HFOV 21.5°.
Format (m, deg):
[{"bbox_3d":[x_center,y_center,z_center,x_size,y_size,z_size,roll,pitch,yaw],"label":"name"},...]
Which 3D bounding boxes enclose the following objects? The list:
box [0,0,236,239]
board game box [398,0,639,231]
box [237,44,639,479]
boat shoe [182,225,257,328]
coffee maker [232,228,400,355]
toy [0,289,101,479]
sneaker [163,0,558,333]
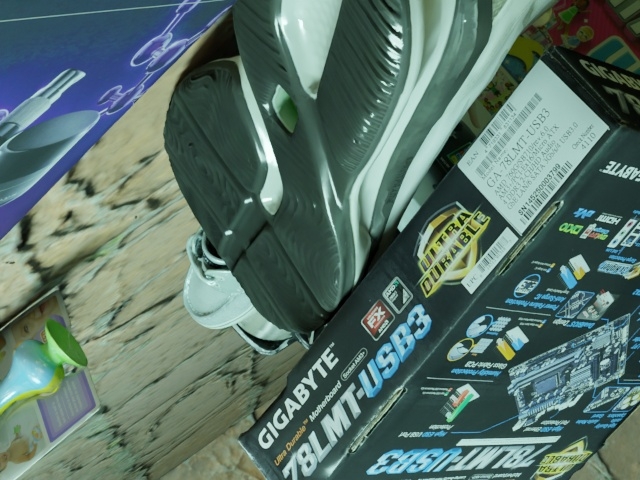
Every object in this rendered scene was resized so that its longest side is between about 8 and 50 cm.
[{"bbox_3d":[-0.160,-0.061,0.530,0.184,0.103,0.261,-44,169,27],"label":"box"},{"bbox_3d":[0.171,-0.111,1.154,0.303,0.224,0.097,-35,169,-10],"label":"board game box"},{"bbox_3d":[0.139,0.040,1.003,0.295,0.073,0.293,7,129,-51],"label":"box"},{"bbox_3d":[-0.064,-0.004,1.316,0.081,0.079,0.227,-15,154,-43],"label":"boat shoe"},{"bbox_3d":[0.000,0.000,1.503,0.171,0.120,0.178,-59,-175,-30],"label":"coffee maker"},{"bbox_3d":[-0.269,0.134,1.173,0.237,0.137,0.056,-36,131,5],"label":"toy"},{"bbox_3d":[0.070,-0.104,0.951,0.257,0.169,0.447,-30,167,-22],"label":"sneaker"}]
